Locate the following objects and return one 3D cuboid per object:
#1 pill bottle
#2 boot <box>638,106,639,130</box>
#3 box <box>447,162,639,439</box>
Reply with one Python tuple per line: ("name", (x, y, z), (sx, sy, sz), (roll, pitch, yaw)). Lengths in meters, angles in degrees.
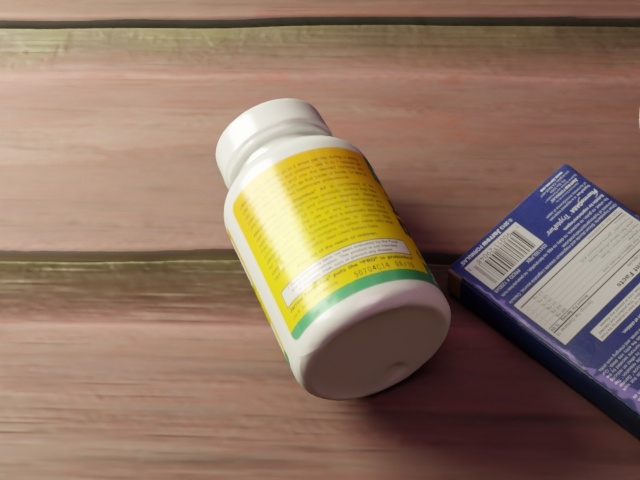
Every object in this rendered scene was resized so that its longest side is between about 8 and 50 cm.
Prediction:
("pill bottle", (0.000, 0.000, 1.021), (0.118, 0.117, 0.208), (-20, 55, -11))
("boot", (0.347, -0.105, 1.080), (0.207, 0.090, 0.248), (5, 61, -7))
("box", (0.219, 0.052, 1.020), (0.136, 0.036, 0.225), (-40, 62, -23))
